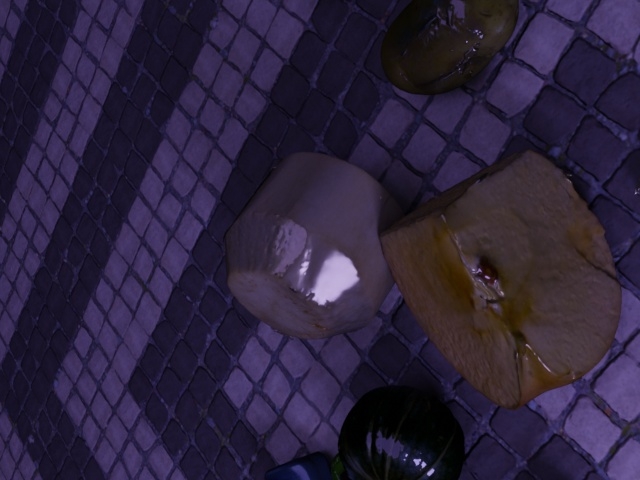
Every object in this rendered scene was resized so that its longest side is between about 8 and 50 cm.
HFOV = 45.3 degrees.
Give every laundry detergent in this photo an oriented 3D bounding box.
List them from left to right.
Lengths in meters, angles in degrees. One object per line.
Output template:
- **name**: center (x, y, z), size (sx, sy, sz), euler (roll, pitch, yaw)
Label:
- **laundry detergent**: center (-0.004, 0.553, 1.440), size (0.143, 0.094, 0.290), euler (-35, 69, 34)

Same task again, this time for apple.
- **apple**: center (0.260, 0.062, 1.104), size (0.314, 0.252, 0.309), euler (-31, 95, 22)

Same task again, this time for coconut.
- **coconut**: center (0.000, 0.000, 1.291), size (0.323, 0.323, 0.323), euler (1, 92, 41)

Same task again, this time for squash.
- **squash**: center (0.132, 0.337, 1.259), size (0.218, 0.218, 0.172), euler (-22, 42, 39)

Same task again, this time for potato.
- **potato**: center (0.200, -0.330, 1.211), size (0.248, 0.143, 0.169), euler (-34, 59, 37)

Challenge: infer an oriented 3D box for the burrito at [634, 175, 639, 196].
- **burrito**: center (0.489, -0.132, 1.037), size (0.045, 0.041, 0.185), euler (27, 114, -7)

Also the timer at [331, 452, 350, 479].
- **timer**: center (0.083, 0.427, 1.393), size (0.140, 0.047, 0.128), euler (-48, 61, 31)
